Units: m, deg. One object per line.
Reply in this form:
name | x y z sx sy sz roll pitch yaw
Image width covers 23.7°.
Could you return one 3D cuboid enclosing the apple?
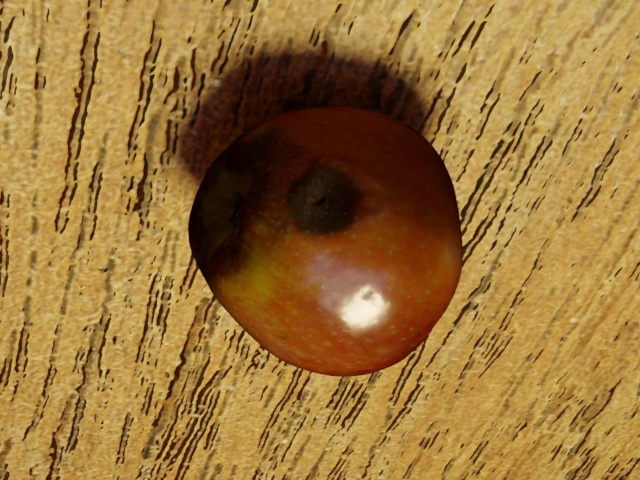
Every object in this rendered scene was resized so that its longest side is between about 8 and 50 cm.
apple | 0.000 0.000 1.279 0.230 0.230 0.230 -5 141 -4
